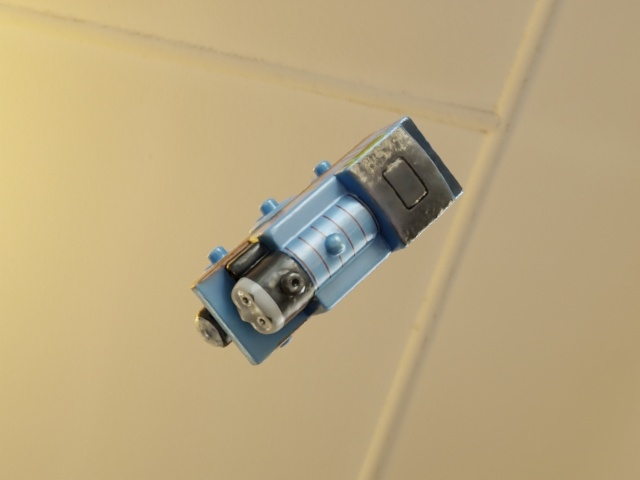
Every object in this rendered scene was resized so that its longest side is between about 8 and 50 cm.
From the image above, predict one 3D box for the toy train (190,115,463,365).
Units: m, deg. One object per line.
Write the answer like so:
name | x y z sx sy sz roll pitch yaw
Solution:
toy train | 0.000 0.000 0.660 0.184 0.105 0.080 -41 -84 -25
